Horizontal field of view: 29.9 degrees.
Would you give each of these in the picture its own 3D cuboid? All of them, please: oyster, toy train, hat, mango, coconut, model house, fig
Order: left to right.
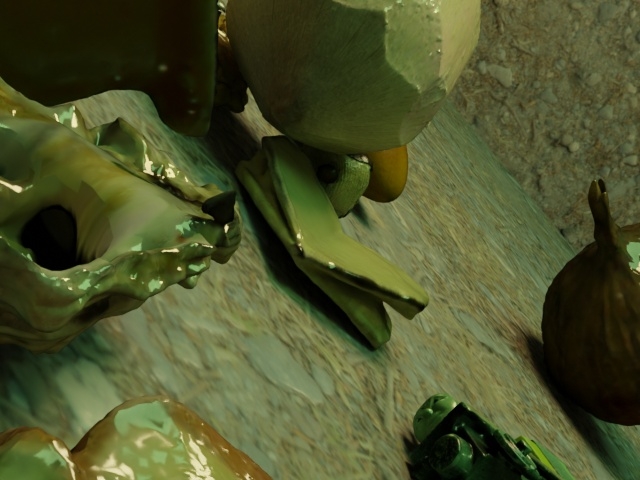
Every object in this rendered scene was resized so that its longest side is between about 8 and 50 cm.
[{"bbox_3d":[-0.153,-0.018,0.519,0.354,0.107,0.201,15,17,-47],"label":"oyster"},{"bbox_3d":[-0.197,-0.198,0.704,0.239,0.173,0.268,-10,52,-27],"label":"model house"},{"bbox_3d":[0.003,-0.064,1.121,0.059,0.076,0.077,11,34,-46],"label":"hat"},{"bbox_3d":[0.016,-0.152,1.306,0.253,0.113,0.138,61,12,10],"label":"mango"},{"bbox_3d":[0.026,-0.178,1.039,0.224,0.224,0.234,49,43,-11],"label":"coconut"},{"bbox_3d":[0.144,0.190,0.935,0.200,0.083,0.132,42,6,-32],"label":"toy train"},{"bbox_3d":[0.402,0.051,1.528,0.286,0.286,0.369,-107,174,-56],"label":"fig"}]

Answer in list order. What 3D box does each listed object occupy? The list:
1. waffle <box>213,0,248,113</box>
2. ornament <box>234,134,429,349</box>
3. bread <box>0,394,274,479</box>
[{"bbox_3d":[-0.155,-0.237,1.086,0.280,0.060,0.262,38,17,-52],"label":"waffle"},{"bbox_3d":[0.000,0.000,1.000,0.201,0.059,0.180,49,14,5],"label":"ornament"},{"bbox_3d":[-0.044,0.149,0.331,0.244,0.123,0.190,40,37,-14],"label":"bread"}]
